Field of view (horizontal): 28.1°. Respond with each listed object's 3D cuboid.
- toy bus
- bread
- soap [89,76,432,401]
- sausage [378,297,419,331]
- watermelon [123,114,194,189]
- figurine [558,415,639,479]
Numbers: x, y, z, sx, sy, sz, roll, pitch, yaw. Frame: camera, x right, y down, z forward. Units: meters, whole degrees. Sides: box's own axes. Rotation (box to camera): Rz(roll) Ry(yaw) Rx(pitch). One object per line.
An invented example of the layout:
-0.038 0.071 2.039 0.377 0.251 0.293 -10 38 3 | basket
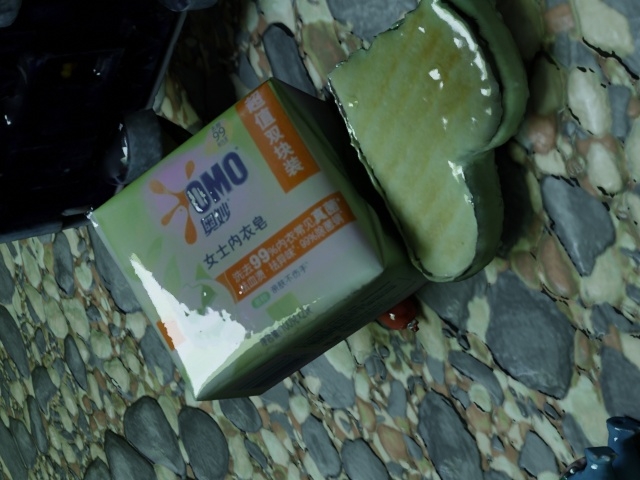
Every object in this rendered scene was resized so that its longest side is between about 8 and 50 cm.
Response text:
-0.233 -0.215 1.011 0.249 0.209 0.440 57 141 26 | toy bus
0.076 -0.084 0.912 0.172 0.064 0.232 32 135 38 | bread
-0.045 0.003 1.007 0.199 0.138 0.182 -36 75 17 | soap
0.000 0.000 1.113 0.253 0.034 0.034 44 142 33 | sausage
-0.121 -0.047 1.186 0.193 0.137 0.145 -144 58 -82 | watermelon
0.212 0.222 0.887 0.145 0.114 0.178 18 116 49 | figurine
